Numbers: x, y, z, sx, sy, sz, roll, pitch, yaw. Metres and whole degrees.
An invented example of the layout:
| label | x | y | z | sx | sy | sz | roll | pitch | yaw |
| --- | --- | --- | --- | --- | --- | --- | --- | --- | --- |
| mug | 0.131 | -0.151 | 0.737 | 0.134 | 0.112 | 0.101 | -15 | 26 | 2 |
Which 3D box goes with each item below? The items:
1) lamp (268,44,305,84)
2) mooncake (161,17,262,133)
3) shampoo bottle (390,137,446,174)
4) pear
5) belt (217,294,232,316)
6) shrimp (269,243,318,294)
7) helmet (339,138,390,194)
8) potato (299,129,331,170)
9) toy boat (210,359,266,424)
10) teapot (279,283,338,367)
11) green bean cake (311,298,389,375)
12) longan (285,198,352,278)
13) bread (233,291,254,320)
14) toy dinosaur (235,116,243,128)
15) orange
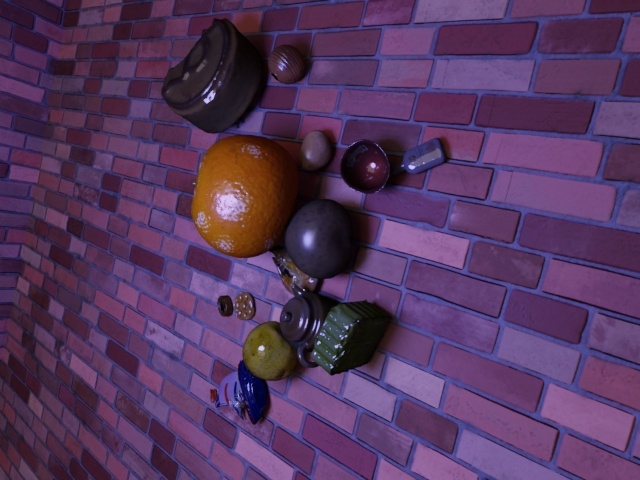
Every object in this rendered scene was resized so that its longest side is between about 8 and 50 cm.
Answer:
| label | x | y | z | sx | sy | sz | roll | pitch | yaw |
| --- | --- | --- | --- | --- | --- | --- | --- | --- | --- |
| lamp | -0.121 | -0.629 | 1.507 | 0.136 | 0.136 | 0.137 | -3 | 84 | 33 |
| mooncake | -0.420 | -0.636 | 1.637 | 0.393 | 0.246 | 0.395 | 21 | 88 | 40 |
| shampoo bottle | 0.288 | -0.240 | 1.256 | 0.165 | 0.040 | 0.080 | -20 | 77 | 30 |
| pear | -0.169 | 0.379 | 1.415 | 0.197 | 0.197 | 0.198 | -3 | 84 | 33 |
| belt | -0.378 | 0.259 | 1.662 | 0.059 | 0.036 | 0.084 | -27 | 71 | 36 |
| shrimp | -0.108 | 0.098 | 1.484 | 0.267 | 0.061 | 0.146 | 38 | 116 | 28 |
| helmet | 0.157 | -0.220 | 1.302 | 0.175 | 0.106 | 0.155 | 43 | 111 | 27 |
| potato | -0.018 | -0.304 | 1.432 | 0.111 | 0.112 | 0.147 | 6 | 82 | 34 |
| toy boat | -0.314 | 0.557 | 1.589 | 0.318 | 0.071 | 0.220 | 3 | 90 | 44 |
| teapot | -0.051 | 0.266 | 1.329 | 0.185 | 0.175 | 0.268 | -35 | 51 | 37 |
| green bean cake | 0.089 | 0.284 | 1.243 | 0.113 | 0.214 | 0.201 | 35 | 107 | 36 |
| longan | 0.000 | 0.000 | 1.331 | 0.245 | 0.215 | 0.246 | 24 | 128 | 34 |
| bread | -0.292 | 0.253 | 1.610 | 0.109 | 0.024 | 0.110 | -4 | 84 | 35 |
| toy dinosaur | -0.338 | -0.502 | 1.694 | 0.197 | 0.045 | 0.080 | -34 | 58 | 31 |
| orange | -0.257 | -0.149 | 1.390 | 0.424 | 0.325 | 0.425 | -162 | 90 | -74 |
